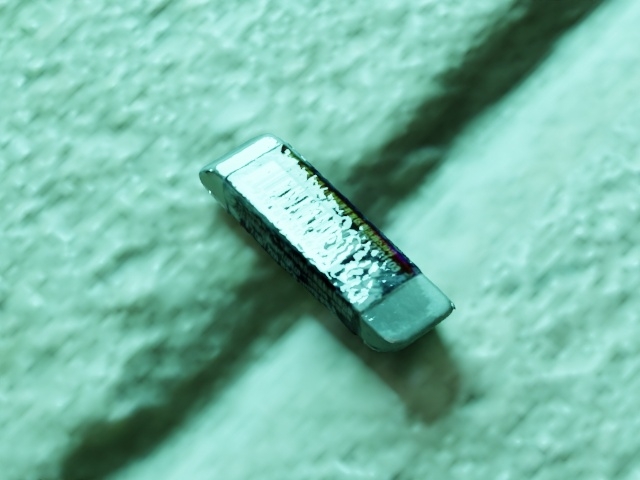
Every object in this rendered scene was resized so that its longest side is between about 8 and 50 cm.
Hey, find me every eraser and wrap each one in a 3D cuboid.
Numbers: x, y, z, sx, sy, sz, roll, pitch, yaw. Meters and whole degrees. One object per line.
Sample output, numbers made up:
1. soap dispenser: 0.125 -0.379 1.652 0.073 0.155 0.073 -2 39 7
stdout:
1. eraser: 0.000 0.000 0.574 0.027 0.019 0.099 -32 56 -21
